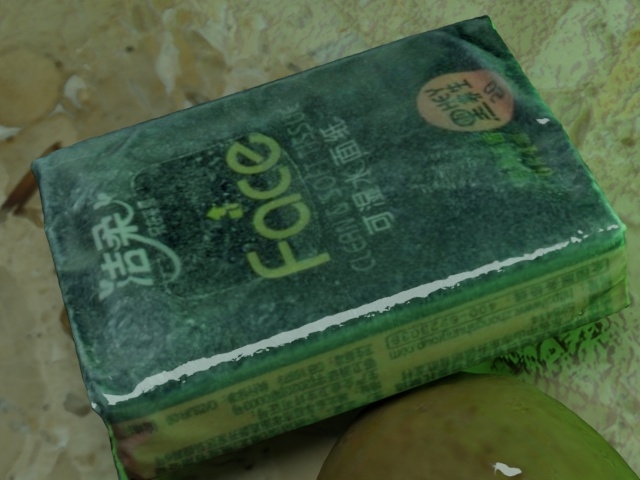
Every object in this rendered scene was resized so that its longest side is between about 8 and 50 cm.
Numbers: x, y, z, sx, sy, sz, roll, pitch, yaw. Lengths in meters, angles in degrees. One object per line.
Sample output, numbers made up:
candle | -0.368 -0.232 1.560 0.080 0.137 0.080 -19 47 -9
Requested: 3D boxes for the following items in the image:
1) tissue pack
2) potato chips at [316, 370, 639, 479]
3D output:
tissue pack | 0.000 0.000 1.062 0.315 0.103 0.228 -19 43 -5
potato chips | 0.087 0.150 0.971 0.195 0.062 0.208 -16 54 1
